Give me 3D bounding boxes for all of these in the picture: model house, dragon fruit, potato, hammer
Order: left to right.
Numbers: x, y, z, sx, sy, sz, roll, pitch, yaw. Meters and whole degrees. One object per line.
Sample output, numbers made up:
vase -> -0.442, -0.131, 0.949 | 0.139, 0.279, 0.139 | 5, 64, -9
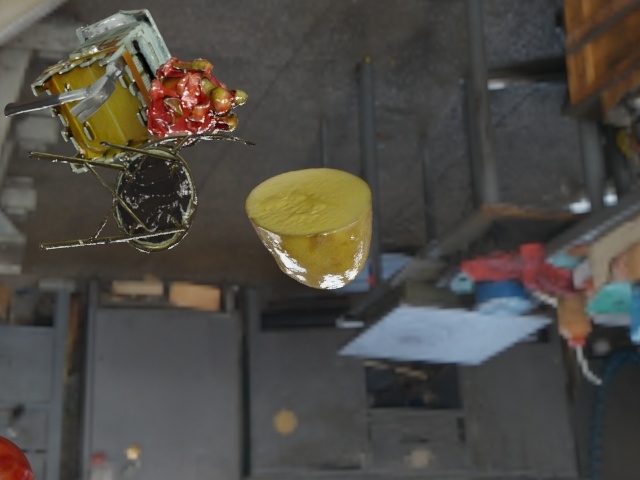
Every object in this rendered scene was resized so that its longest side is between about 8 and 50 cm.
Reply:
hammer -> -0.412, -0.214, 1.976 | 0.246, 0.103, 0.029 | -7, 135, 38
model house -> -0.350, -0.261, 2.225 | 0.198, 0.215, 0.224 | -13, 115, 28
dragon fruit -> -0.191, -0.209, 1.924 | 0.208, 0.133, 0.150 | 3, 180, 41
potato -> 0.000, 0.000, 1.893 | 0.204, 0.178, 0.158 | 6, 128, 33

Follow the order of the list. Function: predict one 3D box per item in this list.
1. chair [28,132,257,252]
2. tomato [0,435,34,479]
chair -> -0.228, -0.069, 1.746 | 0.160, 0.170, 0.326 | -5, 178, 32
tomato -> -0.475, 0.324, 1.675 | 0.195, 0.195, 0.136 | 11, 115, -31
